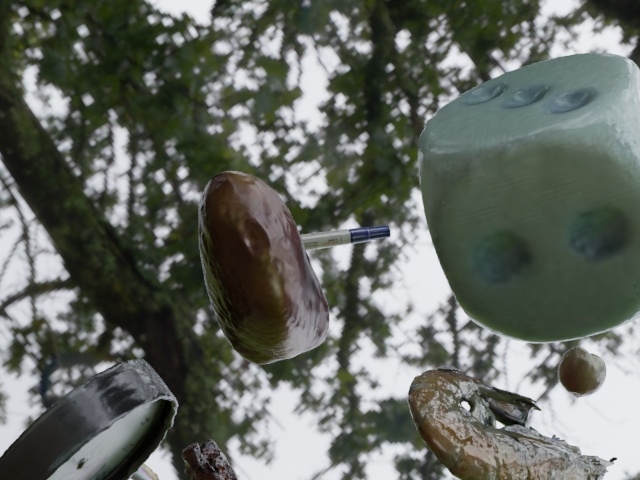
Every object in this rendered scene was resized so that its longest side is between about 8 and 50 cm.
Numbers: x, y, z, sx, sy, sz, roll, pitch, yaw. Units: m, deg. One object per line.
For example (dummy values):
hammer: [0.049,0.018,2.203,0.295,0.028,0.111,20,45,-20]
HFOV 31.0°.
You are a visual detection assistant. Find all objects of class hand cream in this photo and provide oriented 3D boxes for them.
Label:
hand cream: [-0.323,0.346,1.832,0.174,0.047,0.076,36,0,-22]

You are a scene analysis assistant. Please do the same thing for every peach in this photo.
peach: [0.427,0.216,1.891,0.083,0.083,0.083,32,-36,27]

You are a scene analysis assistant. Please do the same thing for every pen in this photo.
pen: [0.000,0.000,1.619,0.025,0.204,0.025,173,-90,-76]

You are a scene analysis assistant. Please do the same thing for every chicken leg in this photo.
chicken leg: [-0.112,0.284,1.279,0.089,0.048,0.219,49,1,-26]

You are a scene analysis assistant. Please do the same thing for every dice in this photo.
dice: [0.282,-0.054,1.377,0.263,0.268,0.264,-15,-68,23]

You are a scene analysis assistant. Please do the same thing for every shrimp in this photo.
shrimp: [0.159,0.159,0.949,0.047,0.223,0.126,-52,-140,25]

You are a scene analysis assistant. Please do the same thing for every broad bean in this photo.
broad bean: [-0.046,0.021,0.856,0.114,0.084,0.165,51,-17,36]

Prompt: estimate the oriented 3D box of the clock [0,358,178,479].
clock: [-0.190,0.174,0.912,0.040,0.184,0.184,43,-32,15]
